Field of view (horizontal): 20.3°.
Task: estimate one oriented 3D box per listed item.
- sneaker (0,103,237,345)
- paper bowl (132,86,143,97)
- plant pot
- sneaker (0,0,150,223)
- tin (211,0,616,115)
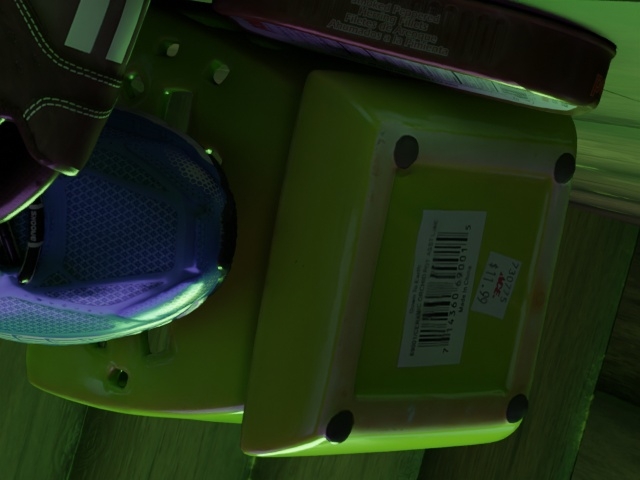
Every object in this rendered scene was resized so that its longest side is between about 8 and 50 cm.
[{"bbox_3d":[-0.204,-0.005,0.847,0.330,0.130,0.147,3,-170,6],"label":"sneaker"},{"bbox_3d":[-0.239,-0.112,1.058,0.284,0.148,0.284,18,-173,-2],"label":"paper bowl"},{"bbox_3d":[0.000,0.000,0.975,0.227,0.228,0.207,3,-169,-44],"label":"plant pot"},{"bbox_3d":[-0.189,-0.089,0.720,0.281,0.163,0.106,16,-178,35],"label":"sneaker"},{"bbox_3d":[0.041,-0.097,0.830,0.189,0.040,0.106,16,177,10],"label":"tin"}]
